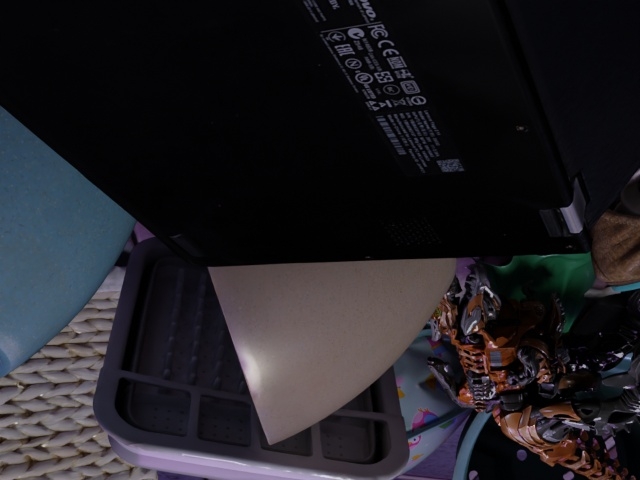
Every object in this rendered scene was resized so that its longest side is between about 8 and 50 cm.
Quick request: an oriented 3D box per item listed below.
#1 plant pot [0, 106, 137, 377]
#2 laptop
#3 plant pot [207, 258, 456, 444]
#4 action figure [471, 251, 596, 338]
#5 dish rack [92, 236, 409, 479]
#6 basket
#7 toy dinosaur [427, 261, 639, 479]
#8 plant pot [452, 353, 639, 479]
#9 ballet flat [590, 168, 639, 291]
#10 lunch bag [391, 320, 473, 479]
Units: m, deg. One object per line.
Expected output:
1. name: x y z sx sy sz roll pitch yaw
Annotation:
1. plant pot: -0.273 -0.010 0.667 0.290 0.195 0.290 2 151 1
2. laptop: 0.039 -0.175 0.432 0.407 0.236 0.382 -3 151 25
3. plant pot: 0.000 0.000 0.774 0.191 0.284 0.284 -19 154 -7
4. action figure: 0.236 0.057 1.015 0.137 0.063 0.232 -2 148 12
5. dish rack: -0.069 0.126 0.937 0.285 0.333 0.072 10 122 -9
6. basket: -0.405 0.177 1.054 0.328 0.266 0.331 -14 170 36
7. toy dinosaur: 0.238 0.135 0.935 0.218 0.164 0.322 -26 137 27
8. plant pot: 0.314 0.301 1.166 0.341 0.341 0.334 5 175 2
9. ballet flat: 0.343 -0.042 0.729 0.116 0.124 0.342 -25 -175 -32
10. lunch bag: 0.111 0.215 1.244 0.262 0.160 0.223 -25 157 -14
